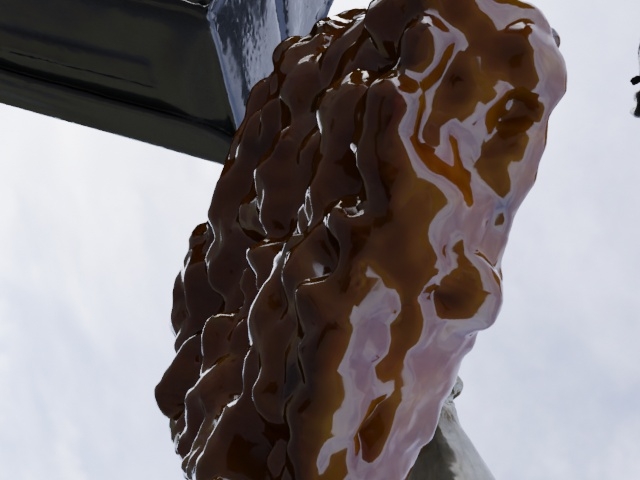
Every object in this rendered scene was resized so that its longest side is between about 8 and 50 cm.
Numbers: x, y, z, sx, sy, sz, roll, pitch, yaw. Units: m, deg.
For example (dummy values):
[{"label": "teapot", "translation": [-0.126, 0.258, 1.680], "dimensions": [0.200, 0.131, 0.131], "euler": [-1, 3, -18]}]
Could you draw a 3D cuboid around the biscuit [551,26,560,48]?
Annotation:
[{"label": "biscuit", "translation": [0.149, -0.144, 1.091], "dimensions": [0.047, 0.164, 0.208], "euler": [-80, 180, -49]}]

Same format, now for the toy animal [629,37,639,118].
[{"label": "toy animal", "translation": [0.380, -0.232, 1.105], "dimensions": [0.148, 0.084, 0.233], "euler": [-97, -166, -63]}]

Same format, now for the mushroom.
[{"label": "mushroom", "translation": [0.082, 0.189, 0.743], "dimensions": [0.116, 0.093, 0.225], "euler": [-24, -129, 29]}]

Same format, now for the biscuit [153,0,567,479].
[{"label": "biscuit", "translation": [0.000, 0.000, 0.600], "dimensions": [0.312, 0.110, 0.318], "euler": [-152, -100, -72]}]

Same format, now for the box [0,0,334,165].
[{"label": "box", "translation": [-0.186, -0.256, 0.967], "dimensions": [0.345, 0.251, 0.204], "euler": [15, -32, 15]}]
